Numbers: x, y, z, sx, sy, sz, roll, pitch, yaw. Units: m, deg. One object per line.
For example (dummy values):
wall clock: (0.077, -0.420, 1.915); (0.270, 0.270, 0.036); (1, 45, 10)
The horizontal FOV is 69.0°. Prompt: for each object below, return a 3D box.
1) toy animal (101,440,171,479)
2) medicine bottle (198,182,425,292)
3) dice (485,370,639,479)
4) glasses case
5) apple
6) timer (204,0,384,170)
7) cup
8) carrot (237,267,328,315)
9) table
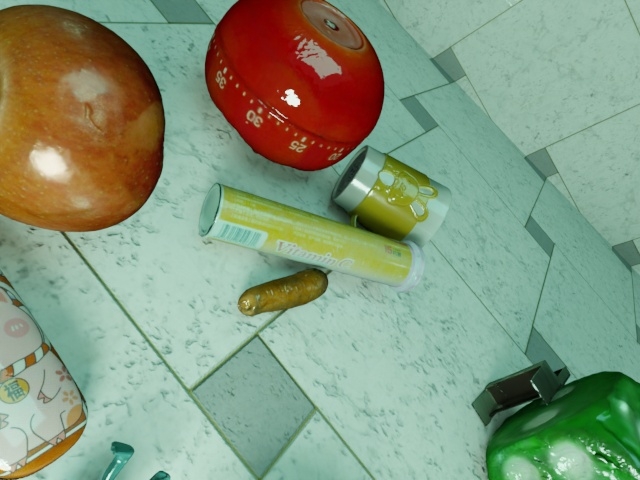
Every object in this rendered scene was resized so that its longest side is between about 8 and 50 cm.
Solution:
toy animal: (-0.224, 0.285, 0.409); (0.208, 0.100, 0.103); (-53, 143, -42)
medicine bottle: (0.000, 0.000, 0.846); (0.426, 0.108, 0.108); (17, 48, -30)
dice: (0.507, 0.433, 0.847); (0.300, 0.287, 0.297); (-11, 67, -49)
glasses case: (-0.341, 0.111, 0.469); (0.266, 0.067, 0.103); (53, 36, 4)
apple: (-0.316, -0.142, 0.559); (0.206, 0.252, 0.271); (1, 70, -54)
timer: (-0.045, -0.339, 0.976); (0.378, 0.279, 0.377); (23, 45, -25)
cup: (0.142, -0.070, 1.036); (0.226, 0.185, 0.241); (32, 71, -13)
carrot: (-0.059, 0.088, 0.776); (0.186, 0.060, 0.060); (-14, 69, -45)
table: (0.425, 0.311, 0.983); (0.175, 0.146, 0.062); (-14, 69, -49)
